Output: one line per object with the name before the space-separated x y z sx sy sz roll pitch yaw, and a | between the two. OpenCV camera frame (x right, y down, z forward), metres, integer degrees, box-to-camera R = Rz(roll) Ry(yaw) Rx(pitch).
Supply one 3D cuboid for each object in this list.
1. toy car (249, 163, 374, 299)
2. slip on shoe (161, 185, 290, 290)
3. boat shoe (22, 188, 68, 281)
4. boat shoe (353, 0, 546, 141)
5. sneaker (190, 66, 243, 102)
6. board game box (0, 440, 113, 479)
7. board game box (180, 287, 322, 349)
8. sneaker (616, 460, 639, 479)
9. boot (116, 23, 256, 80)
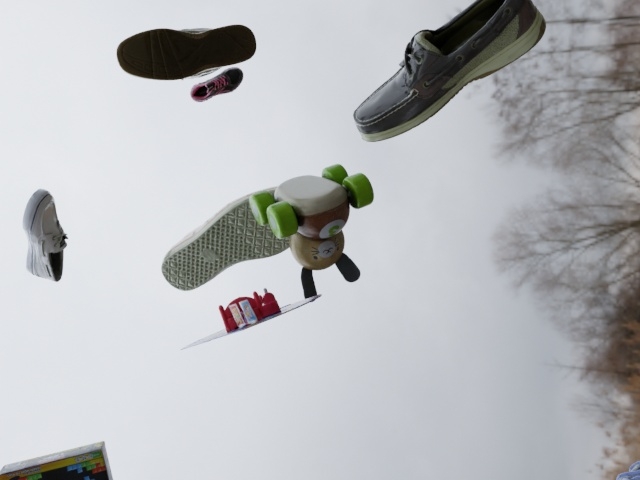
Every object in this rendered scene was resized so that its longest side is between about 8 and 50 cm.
toy car | 0.000 0.000 1.146 0.155 0.149 0.189 -22 -66 -18
slip on shoe | -0.147 -0.015 1.344 0.123 0.331 0.101 53 -150 -17
boat shoe | -0.545 -0.008 1.515 0.226 0.075 0.083 110 -173 -45
boat shoe | 0.121 -0.189 0.780 0.073 0.223 0.080 46 -157 -36
sneaker | -0.209 -0.308 1.492 0.047 0.119 0.057 63 -172 -9
board game box | -0.435 0.429 1.257 0.048 0.170 0.141 -155 52 -79
board game box | -0.081 0.076 0.839 0.133 0.168 0.033 -20 -91 -48
sneaker | 0.277 0.194 0.581 0.296 0.112 0.131 7 -113 -22
boot | -0.225 -0.290 1.181 0.213 0.165 0.077 -15 -78 -23
